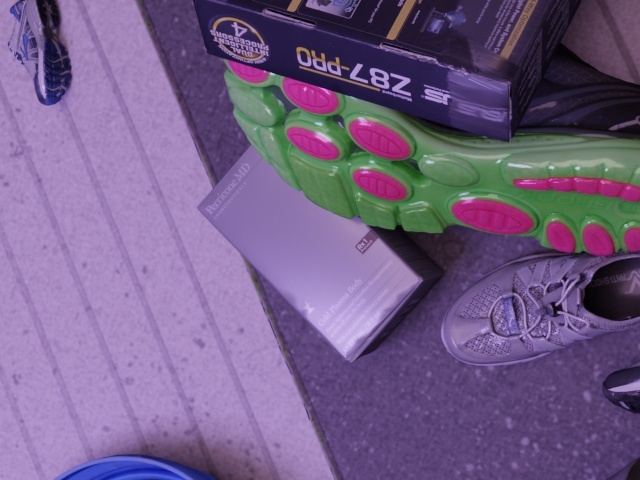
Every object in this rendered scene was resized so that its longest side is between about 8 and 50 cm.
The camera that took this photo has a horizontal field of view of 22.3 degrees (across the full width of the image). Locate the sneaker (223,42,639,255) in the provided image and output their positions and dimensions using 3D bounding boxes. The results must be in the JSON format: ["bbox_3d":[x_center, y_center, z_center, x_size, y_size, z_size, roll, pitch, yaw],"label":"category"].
[{"bbox_3d":[0.136,-0.122,1.629,0.482,0.202,0.185,15,137,3],"label":"sneaker"}]

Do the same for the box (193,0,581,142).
[{"bbox_3d":[0.107,-0.305,1.557,0.318,0.097,0.395,17,59,19],"label":"box"}]

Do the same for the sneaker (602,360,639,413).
[{"bbox_3d":[0.405,0.099,1.602,0.271,0.100,0.108,-25,58,19],"label":"sneaker"}]

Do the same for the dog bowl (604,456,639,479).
[{"bbox_3d":[0.319,0.377,1.501,0.102,0.348,0.349,-24,82,28],"label":"dog bowl"}]

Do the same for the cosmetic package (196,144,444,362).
[{"bbox_3d":[0.000,0.000,1.720,0.238,0.107,0.127,42,105,10],"label":"cosmetic package"}]

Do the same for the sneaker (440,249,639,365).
[{"bbox_3d":[0.248,0.054,1.631,0.281,0.115,0.105,-20,84,17],"label":"sneaker"}]

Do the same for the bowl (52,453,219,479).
[{"bbox_3d":[-0.188,0.426,1.759,0.391,0.077,0.391,-1,88,29],"label":"bowl"}]

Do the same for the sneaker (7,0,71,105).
[{"bbox_3d":[-0.326,-0.216,1.860,0.058,0.052,0.135,-15,78,27],"label":"sneaker"}]
